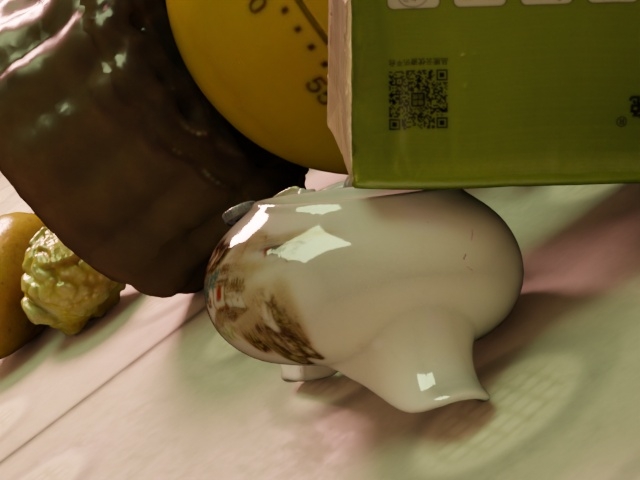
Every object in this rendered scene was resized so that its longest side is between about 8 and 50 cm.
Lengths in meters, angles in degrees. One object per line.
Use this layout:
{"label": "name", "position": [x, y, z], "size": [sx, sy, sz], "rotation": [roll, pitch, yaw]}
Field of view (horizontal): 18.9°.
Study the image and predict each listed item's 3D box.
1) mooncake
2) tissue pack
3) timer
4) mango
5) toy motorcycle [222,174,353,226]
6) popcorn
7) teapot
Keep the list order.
{"label": "mooncake", "position": [-0.156, -0.122, 1.745], "size": [0.187, 0.324, 0.324], "rotation": [-36, 12, 23]}
{"label": "tissue pack", "position": [0.146, -0.127, 1.220], "size": [0.275, 0.167, 0.200], "rotation": [-1, 15, -4]}
{"label": "timer", "position": [0.068, -0.248, 1.615], "size": [0.387, 0.376, 0.376], "rotation": [-35, 13, 23]}
{"label": "mango", "position": [-0.321, 0.052, 1.985], "size": [0.098, 0.137, 0.195], "rotation": [8, 43, 7]}
{"label": "toy motorcycle", "position": [0.000, 0.000, 1.455], "size": [0.151, 0.074, 0.228], "rotation": [-18, -17, -25]}
{"label": "popcorn", "position": [-0.242, 0.036, 1.902], "size": [0.106, 0.116, 0.120], "rotation": [-6, -12, 5]}
{"label": "teapot", "position": [0.026, 0.035, 1.240], "size": [0.204, 0.139, 0.298], "rotation": [-10, 5, -16]}
